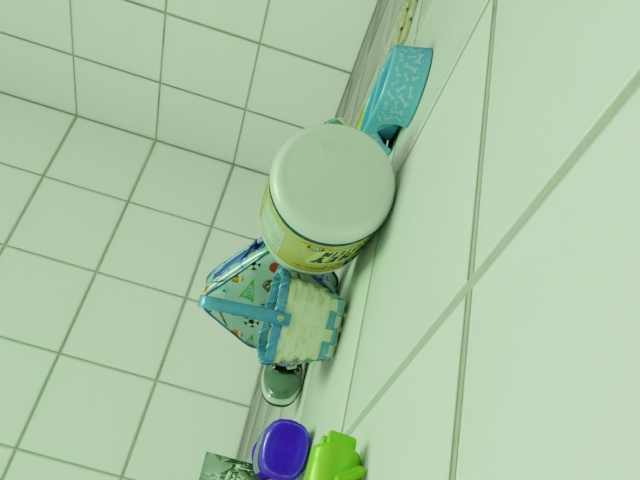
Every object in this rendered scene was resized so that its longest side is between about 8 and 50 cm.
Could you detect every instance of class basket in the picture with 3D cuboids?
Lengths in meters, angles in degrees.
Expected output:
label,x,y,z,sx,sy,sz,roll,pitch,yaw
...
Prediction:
label,x,y,z,sx,sy,sz,roll,pitch,yaw
basket,-0.106,0.154,1.504,0.255,0.289,0.201,151,136,-84

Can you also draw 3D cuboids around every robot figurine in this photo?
label,x,y,z,sx,sy,sz,roll,pitch,yaw
robot figurine,0.014,0.303,0.923,0.101,0.067,0.115,-48,23,50

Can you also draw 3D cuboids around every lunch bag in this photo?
label,x,y,z,sx,sy,sz,roll,pitch,yaw
lunch bag,-0.118,0.108,1.700,0.303,0.243,0.115,-34,24,25

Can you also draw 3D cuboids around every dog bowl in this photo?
label,x,y,z,sx,sy,sz,roll,pitch,yaw
dog bowl,0.144,-0.287,1.484,0.297,0.074,0.165,123,164,-71

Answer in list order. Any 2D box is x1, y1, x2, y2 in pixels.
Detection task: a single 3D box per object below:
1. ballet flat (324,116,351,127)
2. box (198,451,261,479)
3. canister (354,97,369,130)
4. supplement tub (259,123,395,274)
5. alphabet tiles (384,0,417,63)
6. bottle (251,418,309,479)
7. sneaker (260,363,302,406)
label,x,y,z,sx,sy,sz,roll,pitch,yaw
ballet flat,0.027,-0.215,2.483,0.147,0.147,0.408,-101,31,-80
box,-0.218,0.632,1.768,0.231,0.183,0.056,-81,9,-64
canister,0.109,-0.243,1.743,0.126,0.073,0.170,-78,8,-47
supplement tub,0.001,-0.064,1.412,0.316,0.228,0.228,119,167,-70
alphabet tiles,0.220,-0.585,1.997,0.278,0.021,0.284,143,144,-82
bottle,-0.090,0.440,1.500,0.283,0.092,0.118,118,169,-67
sneaker,-0.074,0.263,1.841,0.295,0.124,0.178,-78,-3,-56
